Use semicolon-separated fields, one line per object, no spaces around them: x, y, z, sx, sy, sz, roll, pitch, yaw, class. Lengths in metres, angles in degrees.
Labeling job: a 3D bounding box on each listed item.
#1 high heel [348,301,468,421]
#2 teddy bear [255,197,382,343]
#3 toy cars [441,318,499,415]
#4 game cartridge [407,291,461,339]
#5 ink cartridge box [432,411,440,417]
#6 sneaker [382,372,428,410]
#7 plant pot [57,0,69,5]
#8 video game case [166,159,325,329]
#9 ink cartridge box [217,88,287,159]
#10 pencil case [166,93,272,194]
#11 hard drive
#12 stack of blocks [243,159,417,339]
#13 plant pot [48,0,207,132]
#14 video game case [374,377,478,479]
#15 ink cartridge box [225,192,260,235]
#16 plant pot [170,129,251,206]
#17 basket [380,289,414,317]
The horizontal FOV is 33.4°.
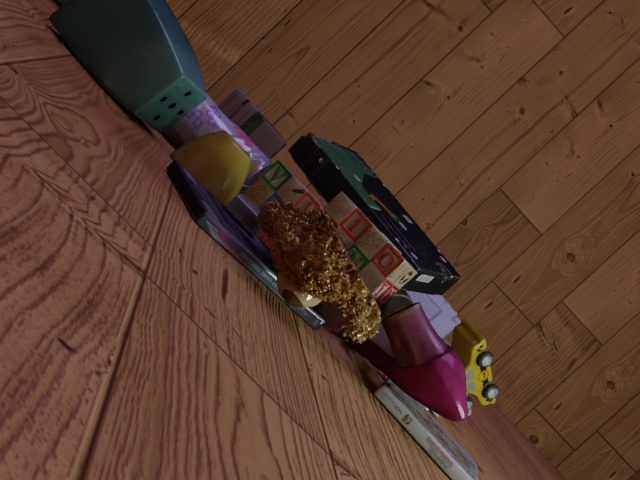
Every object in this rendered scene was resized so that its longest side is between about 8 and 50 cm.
0.139;0.203;1.689;0.377;0.127;0.181;104;-40;-84;high heel
-0.007;0.039;1.565;0.245;0.113;0.338;58;3;-18;teddy bear
0.286;0.290;2.277;0.176;0.087;0.393;63;-12;12;toy cars
0.168;0.127;2.440;0.297;0.198;0.062;48;-41;10;game cartridge
0.175;0.250;2.126;0.208;0.045;0.206;46;4;3;ink cartridge box
0.145;0.254;1.832;0.119;0.047;0.057;49;-18;22;sneaker
-0.511;-0.602;2.231;0.293;0.196;0.293;47;4;-4;plant pot
-0.113;0.006;1.598;0.274;0.026;0.196;46;4;-33;video game case
-0.180;-0.223;2.305;0.087;0.153;0.208;45;5;-33;ink cartridge box
-0.212;-0.196;1.953;0.273;0.113;0.124;47;12;2;pencil case
0.100;-0.045;1.962;0.339;0.064;0.237;52;16;20;hard drive
0.000;0.000;1.810;0.297;0.171;0.087;48;4;24;stack of blocks
-0.304;-0.312;1.802;0.234;0.166;0.165;55;6;20;plant pot
0.169;0.298;1.665;0.206;0.026;0.227;47;4;7;video game case
-0.115;-0.043;1.677;0.063;0.029;0.115;46;2;-4;ink cartridge box
-0.173;-0.131;1.811;0.134;0.095;0.134;47;3;-3;plant pot
0.065;0.078;1.950;0.204;0.154;0.227;47;6;-47;basket
